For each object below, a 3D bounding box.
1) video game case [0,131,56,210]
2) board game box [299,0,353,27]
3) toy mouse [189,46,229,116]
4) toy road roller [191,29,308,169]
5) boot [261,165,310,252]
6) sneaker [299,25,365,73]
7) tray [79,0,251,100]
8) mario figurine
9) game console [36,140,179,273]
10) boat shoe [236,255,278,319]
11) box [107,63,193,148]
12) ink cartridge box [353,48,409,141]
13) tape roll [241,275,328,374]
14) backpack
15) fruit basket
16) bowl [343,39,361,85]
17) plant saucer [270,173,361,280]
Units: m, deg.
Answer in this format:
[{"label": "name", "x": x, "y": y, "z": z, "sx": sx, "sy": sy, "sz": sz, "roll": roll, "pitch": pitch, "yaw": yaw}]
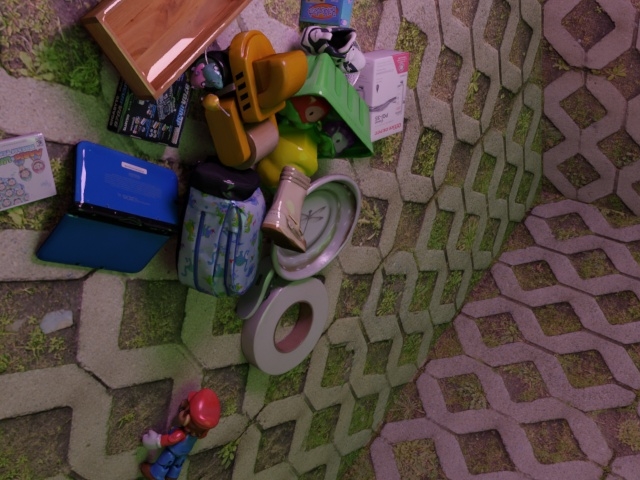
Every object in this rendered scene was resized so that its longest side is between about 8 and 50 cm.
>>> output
[{"label": "video game case", "x": -0.644, "y": -0.140, "z": 1.166, "sx": 0.157, "sy": 0.019, "sz": 0.143, "roll": -28, "pitch": 129, "yaw": -41}, {"label": "board game box", "x": 0.024, "y": -0.718, "z": 1.575, "sx": 0.047, "sy": 0.160, "sz": 0.210, "roll": -13, "pitch": 119, "yaw": -49}, {"label": "toy mouse", "x": -0.268, "y": -0.371, "z": 1.287, "sx": 0.031, "sy": 0.161, "sz": 0.143, "roll": -21, "pitch": 125, "yaw": -34}, {"label": "toy road roller", "x": -0.151, "y": -0.357, "z": 1.412, "sx": 0.202, "sy": 0.241, "sz": 0.329, "roll": -50, "pitch": 134, "yaw": -54}, {"label": "boot", "x": -0.079, "y": -0.083, "z": 1.610, "sx": 0.262, "sy": 0.095, "sz": 0.203, "roll": 47, "pitch": 55, "yaw": -66}, {"label": "sneaker", "x": 0.072, "y": -0.545, "z": 1.606, "sx": 0.235, "sy": 0.153, "sz": 0.094, "roll": 23, "pitch": 91, "yaw": -39}, {"label": "tray", "x": -0.323, "y": -0.527, "z": 1.258, "sx": 0.410, "sy": 0.076, "sz": 0.202, "roll": -58, "pitch": 138, "yaw": -27}, {"label": "mario figurine", "x": -0.441, "y": 0.599, "z": 1.775, "sx": 0.320, "sy": 0.170, "sz": 0.198, "roll": -56, "pitch": 180, "yaw": 3}, {"label": "game console", "x": -0.511, "y": -0.069, "z": 1.366, "sx": 0.293, "sy": 0.174, "sz": 0.249, "roll": 17, "pitch": 64, "yaw": -54}, {"label": "boat shoe", "x": -0.197, "y": 0.162, "z": 1.854, "sx": 0.076, "sy": 0.080, "sz": 0.228, "roll": 39, "pitch": 70, "yaw": -51}, {"label": "box", "x": -0.396, "y": -0.346, "z": 1.339, "sx": 0.175, "sy": 0.051, "sz": 0.220, "roll": 6, "pitch": 104, "yaw": -52}, {"label": "ink cartridge box", "x": 0.198, "y": -0.505, "z": 1.945, "sx": 0.207, "sy": 0.117, "sz": 0.282, "roll": -28, "pitch": 129, "yaw": -41}, {"label": "tape roll", "x": -0.119, "y": 0.298, "z": 2.024, "sx": 0.392, "sy": 0.072, "sz": 0.391, "roll": -29, "pitch": 130, "yaw": -40}, {"label": "backpack", "x": -0.269, "y": -0.019, "z": 1.518, "sx": 0.355, "sy": 0.274, "sz": 0.290, "roll": -62, "pitch": -178, "yaw": 15}, {"label": "fruit basket", "x": -0.036, "y": -0.309, "z": 1.663, "sx": 0.392, "sy": 0.283, "sz": 0.391, "roll": -6, "pitch": 97, "yaw": -58}, {"label": "bowl", "x": 0.048, "y": -0.559, "z": 1.759, "sx": 0.170, "sy": 0.080, "sz": 0.170, "roll": -29, "pitch": 130, "yaw": -41}, {"label": "plant saucer", "x": -0.034, "y": -0.055, "z": 1.862, "sx": 0.401, "sy": 0.101, "sz": 0.400, "roll": -32, "pitch": 141, "yaw": -30}]
